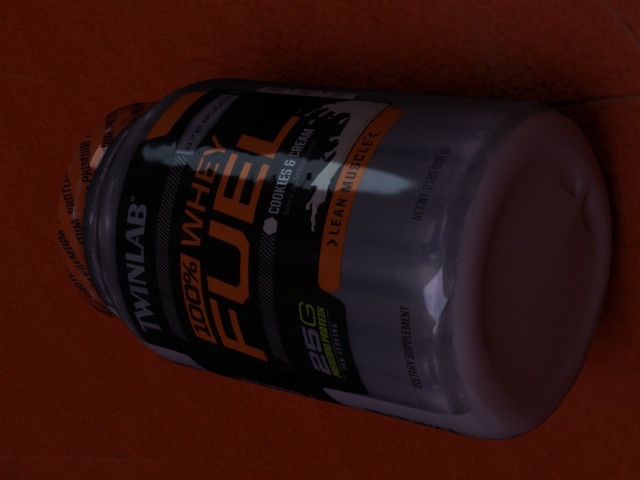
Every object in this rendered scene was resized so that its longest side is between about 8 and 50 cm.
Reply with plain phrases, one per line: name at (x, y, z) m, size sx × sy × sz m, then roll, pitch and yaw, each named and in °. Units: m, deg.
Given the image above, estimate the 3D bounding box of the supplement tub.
supplement tub at (0.000, 0.000, 0.819) m, size 0.316 × 0.193 × 0.193 m, roll 8°, pitch 119°, yaw 36°
